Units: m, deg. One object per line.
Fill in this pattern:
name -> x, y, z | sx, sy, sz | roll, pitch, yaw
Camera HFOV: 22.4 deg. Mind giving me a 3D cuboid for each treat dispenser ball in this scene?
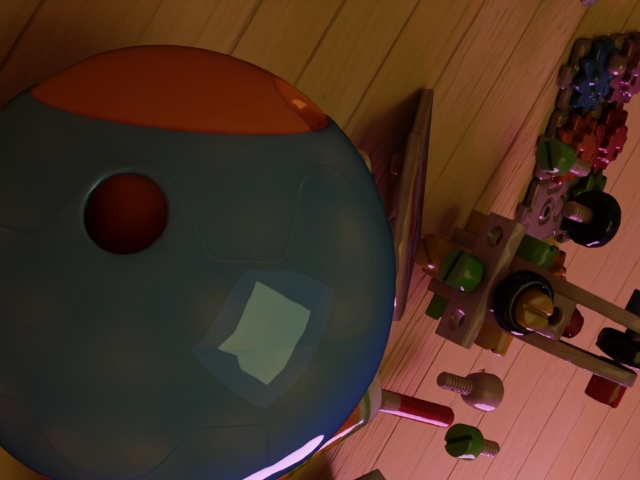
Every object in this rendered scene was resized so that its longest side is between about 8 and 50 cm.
treat dispenser ball -> -0.096, 0.023, 1.006 | 0.288, 0.288, 0.288 | -37, 142, -37

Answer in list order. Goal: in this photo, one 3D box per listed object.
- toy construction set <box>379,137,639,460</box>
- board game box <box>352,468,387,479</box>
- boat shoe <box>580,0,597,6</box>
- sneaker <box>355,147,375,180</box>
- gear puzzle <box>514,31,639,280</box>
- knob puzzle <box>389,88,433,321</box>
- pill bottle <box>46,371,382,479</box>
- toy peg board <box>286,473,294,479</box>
toy construction set -> 0.145, 0.071, 1.555 | 0.237, 0.257, 0.309 | 18, 121, -42
board game box -> 0.010, 0.399, 1.533 | 0.303, 0.224, 0.097 | -38, 180, -35
boat shoe -> 0.319, -0.311, 1.613 | 0.228, 0.068, 0.081 | -39, -178, -29
sneaker -> 0.001, 0.000, 1.370 | 0.152, 0.058, 0.084 | -53, 141, -30
gear puzzle -> 0.283, -0.062, 1.775 | 0.175, 0.044, 0.339 | -15, 125, -53
knob puzzle -> 0.068, -0.015, 1.436 | 0.213, 0.030, 0.213 | 8, 90, -83
pill bottle -> -0.086, 0.142, 1.253 | 0.246, 0.136, 0.136 | -31, 139, -24
toy peg board -> -0.072, 0.199, 1.398 | 0.160, 0.079, 0.161 | -63, 151, 1
